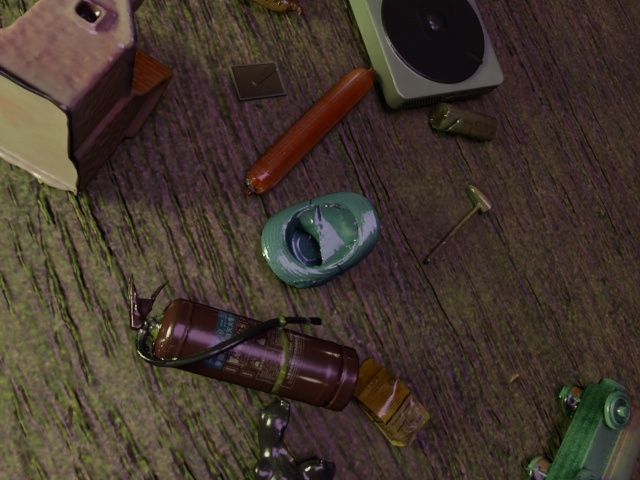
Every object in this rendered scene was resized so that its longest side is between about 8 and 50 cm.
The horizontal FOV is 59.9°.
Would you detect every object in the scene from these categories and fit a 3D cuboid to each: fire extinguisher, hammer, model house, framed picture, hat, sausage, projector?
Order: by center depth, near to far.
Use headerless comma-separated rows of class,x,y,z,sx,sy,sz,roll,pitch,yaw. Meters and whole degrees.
model house,-0.338,-0.235,0.730,0.202,0.237,0.238,31,62,-4
fire extinguisher,-0.113,0.141,0.787,0.341,0.105,0.142,20,51,-16
hat,0.000,0.000,0.887,0.190,0.078,0.138,-22,76,-7
sausage,-0.012,-0.194,0.944,0.053,0.053,0.348,44,65,-6
framed picture,-0.107,-0.274,0.954,0.089,0.006,0.066,-15,81,-25
hammer,0.244,-0.029,1.020,0.060,0.028,0.195,47,65,2
projector,0.201,-0.390,1.071,0.257,0.079,0.259,-15,81,-24

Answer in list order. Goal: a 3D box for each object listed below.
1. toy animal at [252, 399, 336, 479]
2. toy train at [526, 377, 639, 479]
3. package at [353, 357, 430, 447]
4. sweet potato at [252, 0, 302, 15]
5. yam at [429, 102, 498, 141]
toy animal,-0.071,0.396,0.731,0.168,0.106,0.343,30,60,-4
toy train,0.473,0.383,0.960,0.177,0.116,0.285,47,62,-18
package,0.105,0.254,0.871,0.071,0.047,0.131,-41,95,-23
sweet potato,-0.123,-0.450,0.966,0.205,0.068,0.060,27,92,-19
yam,0.279,-0.227,1.072,0.132,0.054,0.054,9,72,-22
